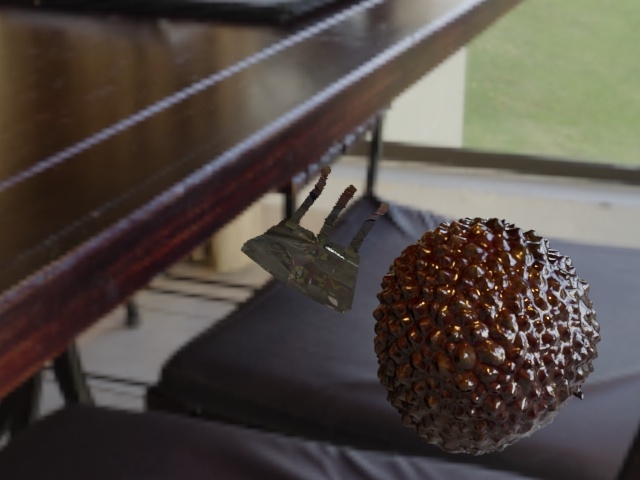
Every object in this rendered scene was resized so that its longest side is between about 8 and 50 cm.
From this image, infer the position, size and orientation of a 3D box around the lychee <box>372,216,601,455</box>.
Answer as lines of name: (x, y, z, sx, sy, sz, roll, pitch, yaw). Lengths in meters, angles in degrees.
lychee: (0.123, 0.072, 1.076, 0.188, 0.188, 0.188, 0, 20, 0)

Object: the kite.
kite: (-0.001, 0.001, 1.457, 0.141, 0.245, 0.015, 28, 58, -3)
